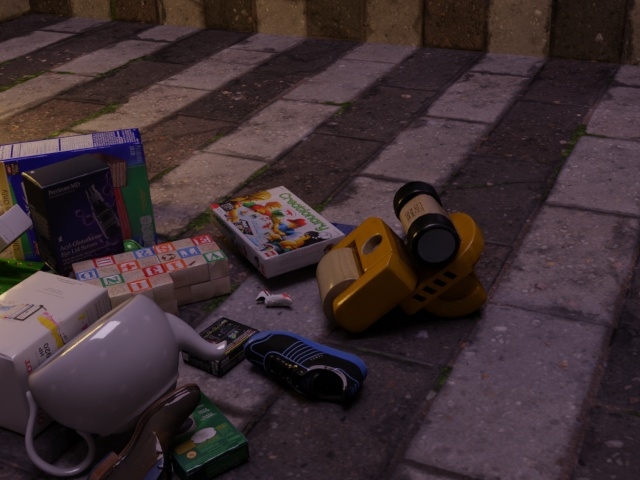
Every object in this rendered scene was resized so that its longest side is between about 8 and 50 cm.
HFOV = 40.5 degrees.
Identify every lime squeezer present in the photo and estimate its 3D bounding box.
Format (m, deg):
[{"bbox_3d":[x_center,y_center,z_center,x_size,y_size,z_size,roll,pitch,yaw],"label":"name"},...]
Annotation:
[{"bbox_3d":[-0.442,0.031,1.905,0.310,0.058,0.110,-8,6,-22],"label":"lime squeezer"}]

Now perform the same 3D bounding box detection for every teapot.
[{"bbox_3d":[-0.319,0.222,1.364,0.256,0.187,0.252,-31,9,32],"label":"teapot"}]

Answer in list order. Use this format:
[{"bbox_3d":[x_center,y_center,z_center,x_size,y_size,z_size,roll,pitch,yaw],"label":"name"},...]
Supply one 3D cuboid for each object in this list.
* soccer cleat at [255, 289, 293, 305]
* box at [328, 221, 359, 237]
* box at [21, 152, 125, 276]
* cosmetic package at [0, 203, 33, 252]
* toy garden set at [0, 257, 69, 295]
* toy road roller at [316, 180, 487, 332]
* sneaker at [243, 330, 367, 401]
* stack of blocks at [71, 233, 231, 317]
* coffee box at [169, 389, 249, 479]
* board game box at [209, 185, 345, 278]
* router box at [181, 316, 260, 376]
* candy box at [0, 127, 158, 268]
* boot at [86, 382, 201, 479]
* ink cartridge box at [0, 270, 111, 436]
[{"bbox_3d":[-0.094,0.122,1.762,0.083,0.029,0.035,13,40,32],"label":"soccer cleat"},{"bbox_3d":[0.000,0.000,1.971,0.225,0.036,0.136,8,31,23],"label":"box"},{"bbox_3d":[-0.511,-0.056,1.803,0.153,0.207,0.108,-24,35,-32],"label":"box"},{"bbox_3d":[-0.714,0.021,1.829,0.239,0.060,0.099,-32,16,31],"label":"cosmetic package"},{"bbox_3d":[-0.606,0.112,1.793,0.204,0.049,0.244,6,19,-4],"label":"toy garden set"},{"bbox_3d":[0.177,0.070,1.710,0.329,0.240,0.202,-38,25,13],"label":"toy road roller"},{"bbox_3d":[-0.038,0.220,1.510,0.232,0.081,0.090,10,23,20],"label":"sneaker"},{"bbox_3d":[-0.340,0.088,1.778,0.297,0.087,0.171,-14,30,-21],"label":"stack of blocks"},{"bbox_3d":[-0.205,0.310,1.394,0.113,0.040,0.184,-23,34,-29],"label":"coffee box"},{"bbox_3d":[-0.101,-0.026,1.938,0.193,0.053,0.305,-17,32,-24],"label":"board game box"},{"bbox_3d":[-0.183,0.196,1.613,0.092,0.038,0.122,16,33,32],"label":"router box"},{"bbox_3d":[-0.543,-0.092,1.944,0.317,0.268,0.122,-10,25,-12],"label":"candy box"},{"bbox_3d":[-0.236,0.320,1.296,0.106,0.082,0.219,35,76,32],"label":"boot"},{"bbox_3d":[-0.494,0.191,1.506,0.168,0.171,0.233,12,32,25],"label":"ink cartridge box"}]
